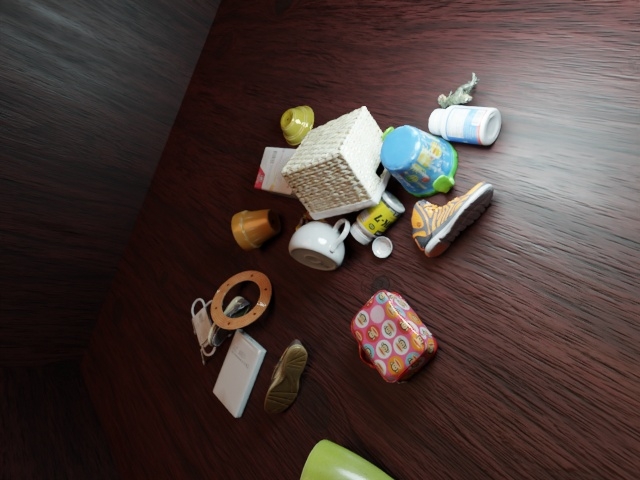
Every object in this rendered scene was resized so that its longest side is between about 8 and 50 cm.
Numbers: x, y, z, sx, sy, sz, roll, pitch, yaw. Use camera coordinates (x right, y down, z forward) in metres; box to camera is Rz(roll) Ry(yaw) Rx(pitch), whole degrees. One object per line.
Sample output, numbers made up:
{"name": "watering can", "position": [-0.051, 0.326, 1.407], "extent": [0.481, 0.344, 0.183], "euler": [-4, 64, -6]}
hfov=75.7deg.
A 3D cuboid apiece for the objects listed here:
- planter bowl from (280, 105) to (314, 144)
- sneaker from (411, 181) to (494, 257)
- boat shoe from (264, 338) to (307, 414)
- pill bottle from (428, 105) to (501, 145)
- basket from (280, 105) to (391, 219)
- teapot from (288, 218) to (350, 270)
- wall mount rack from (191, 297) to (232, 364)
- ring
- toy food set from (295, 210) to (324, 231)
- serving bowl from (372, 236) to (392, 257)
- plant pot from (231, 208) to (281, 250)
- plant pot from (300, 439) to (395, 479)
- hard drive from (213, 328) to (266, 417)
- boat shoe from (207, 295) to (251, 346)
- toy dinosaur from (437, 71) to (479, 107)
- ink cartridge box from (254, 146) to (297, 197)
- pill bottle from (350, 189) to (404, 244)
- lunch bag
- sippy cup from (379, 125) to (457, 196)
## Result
{"name": "planter bowl", "position": [-0.142, -0.612, 2.131], "extent": [0.217, 0.090, 0.216], "euler": [-14, 70, 41]}
{"name": "sneaker", "position": [0.429, -0.109, 1.426], "extent": [0.321, 0.125, 0.180], "euler": [-49, 51, 22]}
{"name": "boat shoe", "position": [-0.155, 0.591, 1.802], "extent": [0.123, 0.124, 0.341], "euler": [-128, 57, -72]}
{"name": "pill bottle", "position": [0.500, -0.408, 1.446], "extent": [0.222, 0.124, 0.124], "euler": [25, 96, 45]}
{"name": "basket", "position": [0.076, -0.299, 1.634], "extent": [0.332, 0.266, 0.328], "euler": [-12, 39, 40]}
{"name": "teapot", "position": [0.000, 0.000, 1.738], "extent": [0.256, 0.252, 0.186], "euler": [14, 67, 15]}
{"name": "wall mount rack", "position": [-0.623, 0.502, 2.248], "extent": [0.304, 0.131, 0.349], "euler": [-45, 52, 20]}
{"name": "ring", "position": [-0.394, 0.297, 2.061], "extent": [0.337, 0.032, 0.336], "euler": [-14, 47, 16]}
{"name": "toy food set", "position": [-0.052, -0.103, 1.914], "extent": [0.217, 0.071, 0.128], "euler": [-55, 48, 16]}
{"name": "serving bowl", "position": [0.247, 0.026, 1.620], "extent": [0.084, 0.027, 0.083], "euler": [1, 92, 34]}
{"name": "plant pot", "position": [-0.311, -0.071, 2.076], "extent": [0.188, 0.205, 0.204], "euler": [-19, 65, 22]}
{"name": "plant pot", "position": [0.116, 0.850, 1.377], "extent": [0.294, 0.275, 0.274], "euler": [2, 79, 28]}
{"name": "hard drive", "position": [-0.407, 0.653, 2.049], "extent": [0.233, 0.047, 0.352], "euler": [25, 95, 44]}
{"name": "boat shoe", "position": [-0.457, 0.413, 2.081], "extent": [0.093, 0.102, 0.285], "euler": [15, 59, 37]}
{"name": "toy dinosaur", "position": [0.509, -0.527, 1.470], "extent": [0.118, 0.064, 0.268], "euler": [-49, 13, 8]}
{"name": "ink cartridge box", "position": [-0.169, -0.333, 2.048], "extent": [0.306, 0.131, 0.225], "euler": [18, 90, 43]}
{"name": "pill bottle", "position": [0.219, -0.087, 1.621], "extent": [0.208, 0.119, 0.119], "euler": [-47, 51, 24]}
{"name": "lunch bag", "position": [0.242, 0.353, 1.473], "extent": [0.258, 0.120, 0.293], "euler": [-52, 50, 21]}
{"name": "sippy cup", "position": [0.341, -0.298, 1.494], "extent": [0.306, 0.224, 0.239], "euler": [10, 86, 44]}
